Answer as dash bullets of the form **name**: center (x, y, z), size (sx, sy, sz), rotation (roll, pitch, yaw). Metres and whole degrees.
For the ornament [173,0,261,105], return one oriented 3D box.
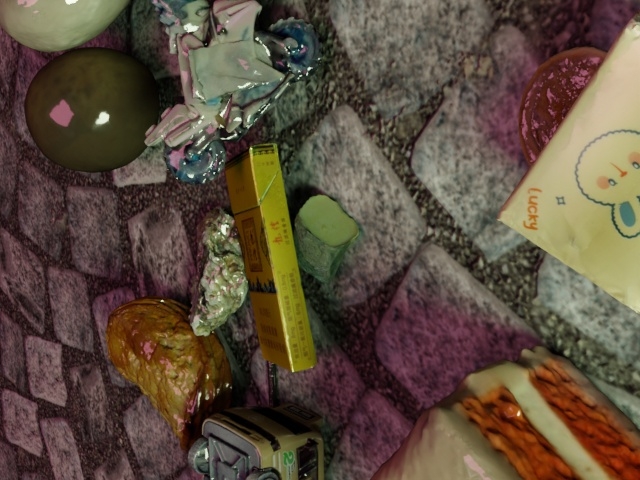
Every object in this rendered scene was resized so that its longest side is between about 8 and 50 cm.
- **ornament**: center (-0.158, -0.259, 1.023), size (0.202, 0.080, 0.236), rotation (34, 122, 31)

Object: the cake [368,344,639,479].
- **cake**: center (0.195, 0.280, 0.671), size (0.309, 0.237, 0.230), rotation (46, 125, 32)

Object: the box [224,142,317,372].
- **box**: center (-0.067, 0.023, 0.981), size (0.153, 0.040, 0.279), rotation (173, 86, -72)

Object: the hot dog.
- **hot dog**: center (-0.226, 0.191, 1.171), size (0.259, 0.114, 0.175), rotation (41, 129, 33)

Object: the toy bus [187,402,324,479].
- **toy bus**: center (-0.074, 0.365, 1.018), size (0.139, 0.157, 0.290), rotation (11, 108, 43)

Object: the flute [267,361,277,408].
- **flute**: center (-0.068, 0.241, 1.086), size (0.014, 0.014, 0.270), rotation (8, 105, 45)

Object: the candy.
- **candy**: center (-0.363, -0.399, 1.112), size (0.295, 0.185, 0.296), rotation (-22, 50, 30)

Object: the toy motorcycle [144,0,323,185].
- **toy motorcycle**: center (-0.139, -0.208, 0.907), size (0.204, 0.239, 0.108), rotation (43, 171, -5)

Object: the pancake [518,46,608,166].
- **pancake**: center (0.239, -0.106, 0.689), size (0.139, 0.022, 0.140), rotation (13, 109, 44)

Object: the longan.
- **longan**: center (-0.347, -0.196, 1.152), size (0.220, 0.196, 0.197), rotation (6, 103, 47)

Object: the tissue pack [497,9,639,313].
- **tissue pack**: center (0.259, -0.062, 0.607), size (0.148, 0.092, 0.196), rotation (35, 123, 12)

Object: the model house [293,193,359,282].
- **model house**: center (0.000, 0.000, 0.941), size (0.078, 0.066, 0.083), rotation (42, 144, 18)

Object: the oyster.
- **oyster**: center (-0.152, 0.043, 1.093), size (0.125, 0.064, 0.177), rotation (-23, 70, 51)
